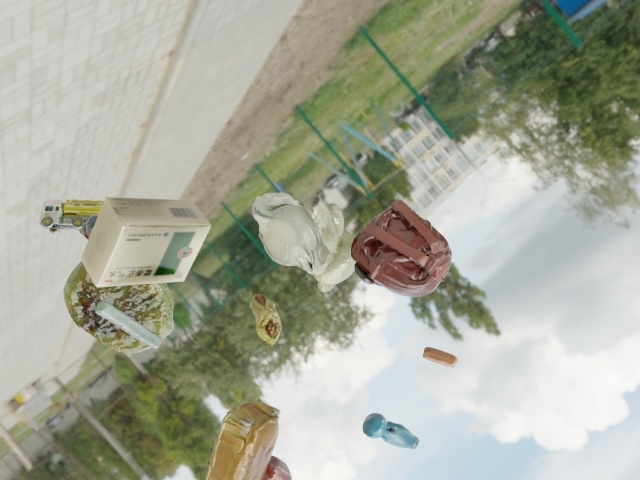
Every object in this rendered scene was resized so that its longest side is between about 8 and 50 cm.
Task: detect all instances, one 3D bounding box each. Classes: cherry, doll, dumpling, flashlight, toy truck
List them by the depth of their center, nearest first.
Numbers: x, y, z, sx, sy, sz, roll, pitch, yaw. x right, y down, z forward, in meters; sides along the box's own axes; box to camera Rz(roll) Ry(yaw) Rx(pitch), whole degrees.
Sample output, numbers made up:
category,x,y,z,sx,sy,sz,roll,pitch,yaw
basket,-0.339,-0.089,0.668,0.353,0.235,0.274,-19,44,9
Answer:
category,x,y,z,sx,sy,sz,roll,pitch,yaw
dumpling,-0.049,-0.015,1.294,0.108,0.188,0.127,-47,170,30
flashlight,0.135,0.371,1.313,0.051,0.129,0.051,-41,-150,30
doll,0.001,-0.004,1.710,0.175,0.149,0.278,-42,143,-9
doll,-0.578,-0.030,1.804,0.179,0.089,0.102,-12,-121,60
cherry,-0.115,0.655,1.863,0.090,0.107,0.225,-47,140,-23
toy truck,-0.835,-0.085,2.340,0.227,0.114,0.098,2,166,-4

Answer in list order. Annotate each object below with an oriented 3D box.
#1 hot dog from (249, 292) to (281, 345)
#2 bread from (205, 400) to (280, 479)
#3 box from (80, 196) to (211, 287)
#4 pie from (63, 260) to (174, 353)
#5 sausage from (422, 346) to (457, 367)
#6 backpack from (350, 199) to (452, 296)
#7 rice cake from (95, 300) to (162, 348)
category,x,y,z,sx,sy,sz,roll,pitch,yaw
hot dog,-0.152,0.213,1.933,0.078,0.169,0.061,1,143,-38
bread,-0.184,0.512,1.648,0.136,0.107,0.241,-5,119,-54
box,-0.359,0.004,1.413,0.212,0.095,0.168,-2,133,-47
pie,-0.549,0.168,1.856,0.323,0.323,0.070,-39,-165,17
sausage,0.284,0.277,1.626,0.034,0.083,0.034,16,90,-77
backpack,0.194,0.028,1.563,0.229,0.229,0.139,-41,162,-34
rice cake,-0.468,0.210,1.687,0.033,0.207,0.033,-5,-127,37
